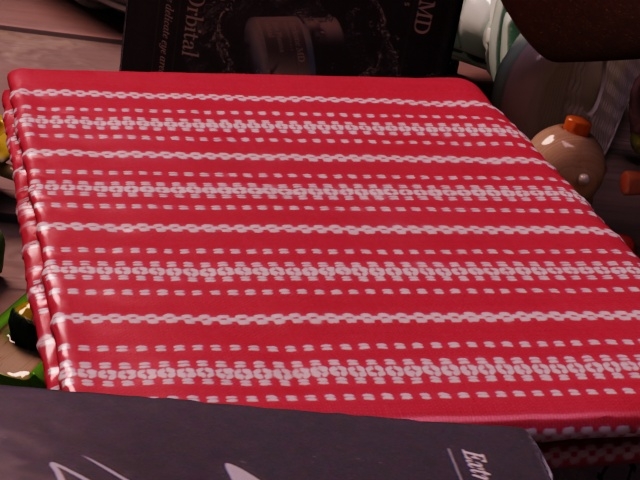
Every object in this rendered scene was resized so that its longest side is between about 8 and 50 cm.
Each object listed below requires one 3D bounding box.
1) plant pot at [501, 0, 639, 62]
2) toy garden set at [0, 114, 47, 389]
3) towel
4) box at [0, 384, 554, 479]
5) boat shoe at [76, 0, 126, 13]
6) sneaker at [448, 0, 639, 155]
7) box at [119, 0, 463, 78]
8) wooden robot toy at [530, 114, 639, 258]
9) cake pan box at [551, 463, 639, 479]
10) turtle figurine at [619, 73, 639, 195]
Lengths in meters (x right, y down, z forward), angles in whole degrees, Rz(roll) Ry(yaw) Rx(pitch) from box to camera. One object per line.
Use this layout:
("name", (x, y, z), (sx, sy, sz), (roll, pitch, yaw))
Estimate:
("plant pot", (0.183, -0.167, 0.677), (0.230, 0.215, 0.215), (-23, 9, 25))
("toy garden set", (-0.108, -0.004, 0.609), (0.244, 0.049, 0.204), (15, 22, 10))
("towel", (0.000, 0.000, 0.531), (0.198, 0.031, 0.275), (-1, 25, -14))
("box", (-0.048, 0.106, 0.286), (0.207, 0.108, 0.153), (7, 22, -10))
("boat shoe", (-0.070, -0.159, 0.968), (0.320, 0.103, 0.118), (21, 42, 38))
("sneaker", (0.097, -0.105, 0.907), (0.151, 0.094, 0.256), (12, 22, 17))
("box", (-0.010, -0.122, 0.790), (0.158, 0.156, 0.093), (12, 30, 4))
("wooden robot toy", (0.110, -0.020, 0.710), (0.076, 0.079, 0.173), (4, 23, -16))
("cake pan box", (0.209, 0.103, 0.472), (0.245, 0.070, 0.267), (7, 21, -16))
("turtle figurine", (0.230, -0.087, 0.809), (0.269, 0.087, 0.217), (-28, 0, -12))
